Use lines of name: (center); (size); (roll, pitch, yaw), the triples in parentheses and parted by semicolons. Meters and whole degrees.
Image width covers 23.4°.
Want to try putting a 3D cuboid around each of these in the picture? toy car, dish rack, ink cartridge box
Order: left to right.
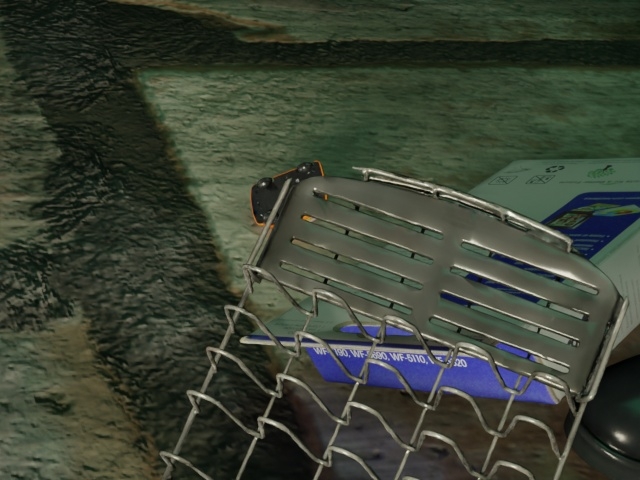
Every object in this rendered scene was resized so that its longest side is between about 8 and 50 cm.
toy car: (0.000, 0.000, 1.058); (0.122, 0.060, 0.040); (59, 10, 32)
dish rack: (0.021, 0.093, 0.731); (0.208, 0.074, 0.272); (20, 75, 14)
ink cartridge box: (0.115, 0.026, 0.951); (0.165, 0.065, 0.332); (2, 21, 38)

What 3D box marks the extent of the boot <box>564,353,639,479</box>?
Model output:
boot: (0.272, 0.033, 0.903); (0.246, 0.207, 0.094); (-4, 34, -22)
